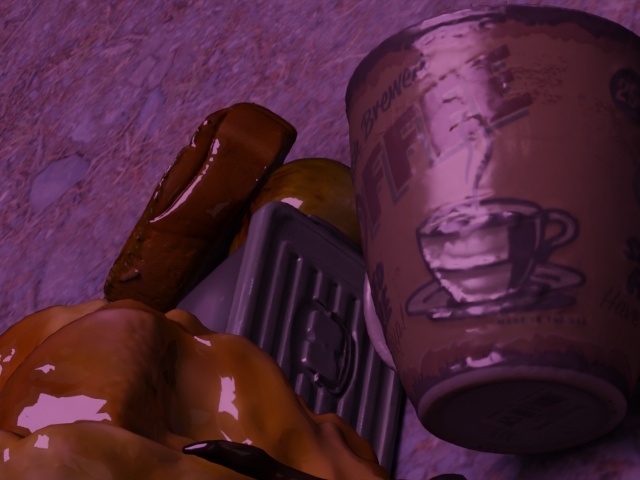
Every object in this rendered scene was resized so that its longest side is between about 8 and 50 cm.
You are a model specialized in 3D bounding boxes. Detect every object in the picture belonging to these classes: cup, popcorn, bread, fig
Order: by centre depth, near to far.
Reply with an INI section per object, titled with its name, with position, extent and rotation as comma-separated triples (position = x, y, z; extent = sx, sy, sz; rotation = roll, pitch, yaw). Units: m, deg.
[popcorn]
position = -0.093, 0.197, 1.198
extent = 0.382, 0.349, 0.349
rotation = -22, 36, 27
[cup]
position = 0.108, 0.020, 1.348
extent = 0.301, 0.227, 0.257
rotation = -43, 37, 53
[fig]
position = -0.010, -0.006, 1.616
extent = 0.153, 0.121, 0.136
rotation = -3, 54, 56
[bread]
position = -0.104, -0.025, 1.716
extent = 0.236, 0.070, 0.236
rotation = -56, -2, -3

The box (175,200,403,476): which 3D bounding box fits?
[box]
position = -0.038, 0.109, 1.481
extent = 0.135, 0.163, 0.243
rotation = -37, 29, 36
